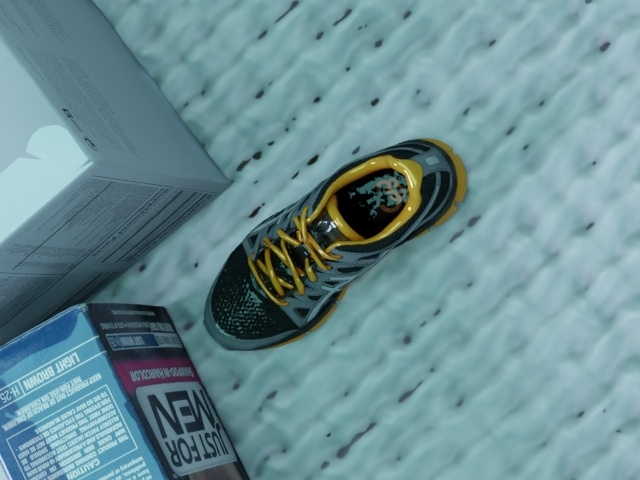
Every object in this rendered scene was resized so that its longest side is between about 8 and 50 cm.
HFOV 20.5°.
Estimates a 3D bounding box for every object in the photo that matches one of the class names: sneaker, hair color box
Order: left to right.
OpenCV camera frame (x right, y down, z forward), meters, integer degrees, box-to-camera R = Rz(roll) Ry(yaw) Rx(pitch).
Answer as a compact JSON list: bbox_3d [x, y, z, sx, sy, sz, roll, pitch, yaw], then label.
[{"bbox_3d":[-0.096,0.216,1.185,0.105,0.174,0.347,-28,82,11],"label":"hair color box"},{"bbox_3d":[0.000,0.000,1.214,0.215,0.083,0.084,-40,81,12],"label":"sneaker"}]

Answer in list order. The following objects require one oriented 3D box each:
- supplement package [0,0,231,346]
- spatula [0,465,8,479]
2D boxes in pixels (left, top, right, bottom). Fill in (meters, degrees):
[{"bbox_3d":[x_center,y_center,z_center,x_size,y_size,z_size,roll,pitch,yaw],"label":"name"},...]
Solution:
[{"bbox_3d":[-0.227,-0.058,1.182,0.198,0.263,0.199,-40,79,11],"label":"supplement package"},{"bbox_3d":[-0.263,0.194,1.254,0.168,0.019,0.242,-32,101,30],"label":"spatula"}]
